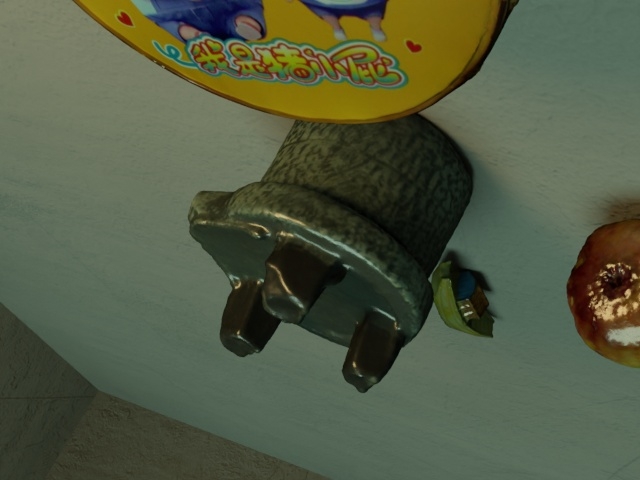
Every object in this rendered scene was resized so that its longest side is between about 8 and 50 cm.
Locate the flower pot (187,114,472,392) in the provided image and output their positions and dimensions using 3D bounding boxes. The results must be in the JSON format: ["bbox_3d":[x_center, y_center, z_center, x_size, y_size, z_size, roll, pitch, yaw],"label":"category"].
[{"bbox_3d":[0.000,0.000,1.094,0.299,0.283,0.299,23,156,11],"label":"flower pot"}]

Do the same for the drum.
[{"bbox_3d":[-0.027,-0.290,0.650,0.431,0.214,0.431,22,154,11],"label":"drum"}]

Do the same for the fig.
[{"bbox_3d":[0.391,0.069,1.024,0.257,0.159,0.159,20,162,-31],"label":"fig"}]

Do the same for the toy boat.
[{"bbox_3d":[0.202,0.086,1.314,0.066,0.065,0.172,-10,142,25],"label":"toy boat"}]
